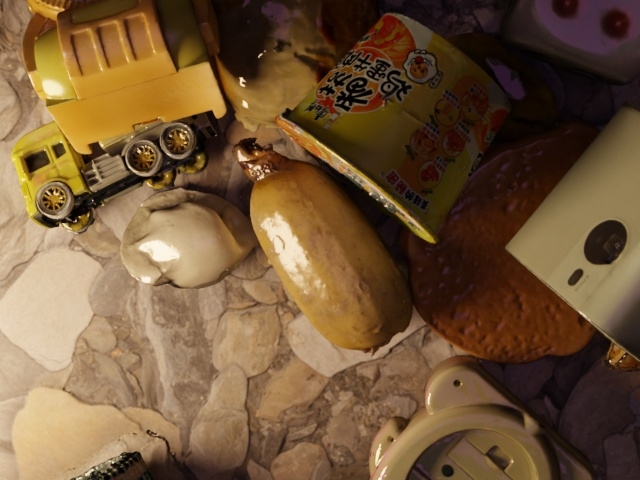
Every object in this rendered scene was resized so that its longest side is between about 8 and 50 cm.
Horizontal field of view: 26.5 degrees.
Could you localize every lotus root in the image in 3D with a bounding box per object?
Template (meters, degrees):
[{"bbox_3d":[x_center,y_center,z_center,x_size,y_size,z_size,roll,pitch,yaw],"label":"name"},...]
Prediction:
[{"bbox_3d":[0.000,0.000,1.828,0.151,0.169,0.343,-32,93,-3],"label":"lotus root"}]

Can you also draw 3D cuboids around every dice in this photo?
[{"bbox_3d":[0.355,-0.320,1.784,0.191,0.194,0.193,20,96,-2],"label":"dice"}]

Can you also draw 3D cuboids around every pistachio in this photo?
[{"bbox_3d":[0.236,-0.203,1.841,0.189,0.100,0.110,42,95,-3],"label":"pistachio"}]

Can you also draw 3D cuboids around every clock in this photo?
[{"bbox_3d":[0.195,0.348,1.886,0.284,0.114,0.309,41,96,-4],"label":"clock"},{"bbox_3d":[-0.263,-0.301,1.760,0.244,0.200,0.317,-14,57,-1],"label":"clock"}]

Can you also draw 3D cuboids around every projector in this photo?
[{"bbox_3d":[0.424,0.011,1.701,0.248,0.248,0.249,34,98,-36],"label":"projector"}]

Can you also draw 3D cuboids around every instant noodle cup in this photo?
[{"bbox_3d":[0.105,-0.149,1.718,0.264,0.264,0.200,39,88,-2],"label":"instant noodle cup"}]

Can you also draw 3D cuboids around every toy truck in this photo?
[{"bbox_3d":[-0.285,-0.131,1.846,0.272,0.124,0.157,-26,78,0],"label":"toy truck"}]

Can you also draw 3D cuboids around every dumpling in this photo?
[{"bbox_3d":[-0.185,-0.007,1.875,0.176,0.092,0.150,-25,80,11],"label":"dumpling"}]

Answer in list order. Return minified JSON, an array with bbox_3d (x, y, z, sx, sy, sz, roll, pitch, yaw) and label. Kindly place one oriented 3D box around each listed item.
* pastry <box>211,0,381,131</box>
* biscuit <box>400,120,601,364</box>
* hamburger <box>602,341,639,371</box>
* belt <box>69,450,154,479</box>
[{"bbox_3d":[-0.037,-0.278,1.807,0.236,0.170,0.256,-11,100,5],"label":"pastry"},{"bbox_3d":[0.290,0.012,1.859,0.351,0.057,0.312,-44,107,5],"label":"biscuit"},{"bbox_3d":[0.471,0.121,1.877,0.102,0.087,0.176,31,89,-19],"label":"hamburger"},{"bbox_3d":[-0.339,0.422,1.850,0.295,0.207,0.160,-30,91,5],"label":"belt"}]
